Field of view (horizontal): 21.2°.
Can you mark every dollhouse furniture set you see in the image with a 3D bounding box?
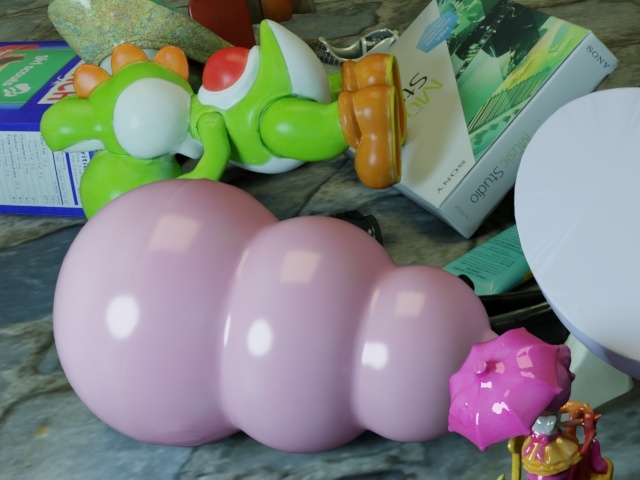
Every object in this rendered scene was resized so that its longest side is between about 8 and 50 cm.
[{"bbox_3d":[-0.128,-0.285,2.129,0.262,0.259,0.135,-20,15,-28],"label":"dollhouse furniture set"}]

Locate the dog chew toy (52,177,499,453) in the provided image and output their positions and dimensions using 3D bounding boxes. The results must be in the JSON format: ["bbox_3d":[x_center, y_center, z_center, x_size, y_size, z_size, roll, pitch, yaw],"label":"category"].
[{"bbox_3d":[-0.027,0.068,1.275,0.332,0.206,0.206,10,25,17],"label":"dog chew toy"}]

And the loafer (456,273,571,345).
[{"bbox_3d":[0.109,0.064,1.389,0.223,0.078,0.076,2,22,21],"label":"loafer"}]

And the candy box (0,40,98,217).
[{"bbox_3d":[-0.327,-0.136,1.969,0.317,0.122,0.268,3,27,22],"label":"candy box"}]

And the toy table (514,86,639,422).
[{"bbox_3d":[0.251,0.031,1.221,0.252,0.161,0.274,-21,45,13],"label":"toy table"}]

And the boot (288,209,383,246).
[{"bbox_3d":[0.000,0.000,1.639,0.099,0.045,0.121,-9,14,-13],"label":"boot"}]

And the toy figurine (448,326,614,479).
[{"bbox_3d":[0.140,0.130,1.094,0.130,0.159,0.173,12,27,40],"label":"toy figurine"}]

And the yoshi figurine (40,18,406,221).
[{"bbox_3d":[-0.096,-0.083,1.723,0.362,0.203,0.203,-3,66,6],"label":"yoshi figurine"}]

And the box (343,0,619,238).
[{"bbox_3d":[0.146,-0.148,1.788,0.232,0.058,0.322,-50,29,-1],"label":"box"}]

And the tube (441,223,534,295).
[{"bbox_3d":[0.197,0.003,1.574,0.207,0.052,0.080,-27,24,-32],"label":"tube"}]

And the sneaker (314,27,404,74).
[{"bbox_3d":[0.108,-0.214,2.102,0.235,0.094,0.090,-8,19,-7],"label":"sneaker"}]

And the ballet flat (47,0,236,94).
[{"bbox_3d":[-0.139,-0.169,1.846,0.349,0.123,0.123,22,0,-39],"label":"ballet flat"}]
